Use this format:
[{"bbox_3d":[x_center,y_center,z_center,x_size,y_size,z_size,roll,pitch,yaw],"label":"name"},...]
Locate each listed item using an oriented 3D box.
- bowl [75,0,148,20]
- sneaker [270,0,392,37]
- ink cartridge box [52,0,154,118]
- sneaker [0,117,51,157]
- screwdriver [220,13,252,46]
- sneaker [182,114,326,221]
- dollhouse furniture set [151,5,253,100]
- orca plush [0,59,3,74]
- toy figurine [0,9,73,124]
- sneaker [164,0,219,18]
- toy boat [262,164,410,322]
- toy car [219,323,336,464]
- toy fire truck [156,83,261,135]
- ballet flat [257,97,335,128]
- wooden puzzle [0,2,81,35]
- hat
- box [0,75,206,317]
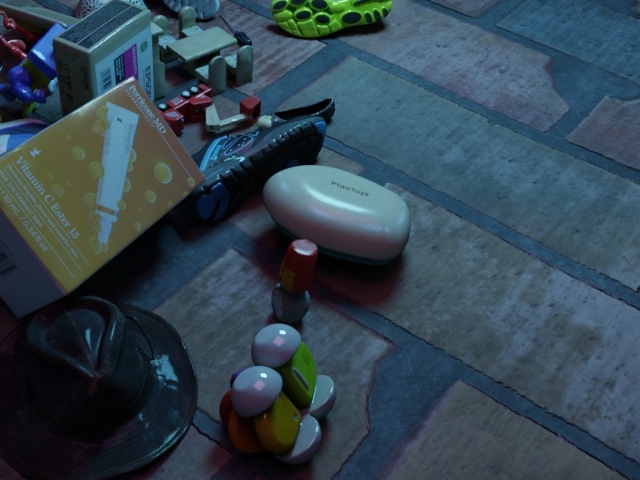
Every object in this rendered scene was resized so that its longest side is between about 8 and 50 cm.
[{"bbox_3d":[-0.491,-0.566,2.010,0.170,0.080,0.170,3,43,-3],"label":"bowl"},{"bbox_3d":[0.023,-0.554,2.064,0.295,0.110,0.123,-9,23,-14],"label":"sneaker"},{"bbox_3d":[-0.406,-0.313,1.641,0.088,0.235,0.193,23,46,16],"label":"ink cartridge box"},{"bbox_3d":[-0.541,-0.098,1.470,0.322,0.130,0.236,-26,48,-37],"label":"sneaker"},{"bbox_3d":[-0.203,-0.494,2.021,0.024,0.025,0.170,-17,40,-23],"label":"screwdriver"},{"bbox_3d":[-0.133,-0.166,1.600,0.340,0.125,0.139,-30,53,-33],"label":"sneaker"},{"bbox_3d":[-0.293,-0.420,1.820,0.242,0.161,0.212,-30,54,-33],"label":"dollhouse furniture set"},{"bbox_3d":[-0.655,-0.299,1.473,0.151,0.102,0.287,19,58,21],"label":"orca plush"},{"bbox_3d":[-0.561,-0.336,1.608,0.217,0.191,0.363,-23,29,34],"label":"toy figurine"},{"bbox_3d":[-0.357,-0.626,2.071,0.281,0.105,0.115,31,19,7],"label":"sneaker"},{"bbox_3d":[0.000,0.000,1.448,0.267,0.148,0.318,22,38,9],"label":"toy boat"},{"bbox_3d":[-0.073,0.219,1.208,0.136,0.159,0.182,-15,33,32],"label":"toy car"},{"bbox_3d":[-0.228,-0.256,1.739,0.135,0.047,0.192,34,50,24],"label":"toy fire truck"},{"bbox_3d":[-0.051,-0.261,1.765,0.173,0.049,0.057,-16,47,-22],"label":"ballet flat"},{"bbox_3d":[-0.574,-0.465,1.856,0.220,0.044,0.238,20,14,13],"label":"wooden puzzle"},{"bbox_3d":[-0.328,0.171,1.215,0.331,0.134,0.331,4,43,-4],"label":"hat"},{"bbox_3d":[-0.385,-0.074,1.362,0.215,0.168,0.345,55,45,-13],"label":"box"}]
